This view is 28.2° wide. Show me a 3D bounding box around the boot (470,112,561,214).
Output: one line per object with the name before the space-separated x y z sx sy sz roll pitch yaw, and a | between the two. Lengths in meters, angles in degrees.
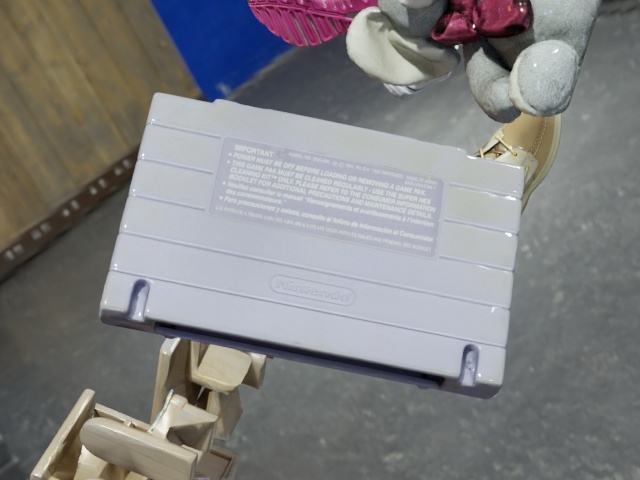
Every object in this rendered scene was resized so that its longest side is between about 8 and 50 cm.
boot | 0.236 -0.116 1.911 0.203 0.262 0.095 3 33 -36

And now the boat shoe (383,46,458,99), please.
boat shoe | 0.160 -0.261 1.778 0.076 0.083 0.226 -39 10 34

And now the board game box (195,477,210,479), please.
board game box | -0.102 0.361 1.330 0.208 0.347 0.056 -20 43 26

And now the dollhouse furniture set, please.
dollhouse furniture set | -0.237 0.225 1.737 0.256 0.394 0.362 20 45 7

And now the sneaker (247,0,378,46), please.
sneaker | 0.024 -0.331 1.707 0.252 0.103 0.111 5 50 22

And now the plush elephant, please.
plush elephant | 0.167 -0.266 1.347 0.255 0.272 0.330 18 -1 9

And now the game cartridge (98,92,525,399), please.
game cartridge | 0.000 0.000 1.151 0.355 0.068 0.230 12 61 -2
